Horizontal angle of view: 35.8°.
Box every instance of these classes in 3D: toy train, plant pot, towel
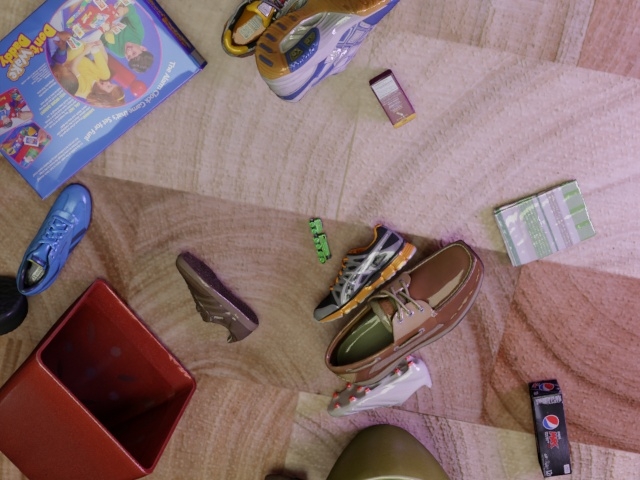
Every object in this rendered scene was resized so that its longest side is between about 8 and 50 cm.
[{"bbox_3d":[0.000,0.000,1.708,0.023,0.017,0.083,-17,107,-4],"label":"toy train"},{"bbox_3d":[0.117,0.446,1.707,0.275,0.293,0.275,1,109,2],"label":"plant pot"},{"bbox_3d":[-0.415,0.277,1.696,0.236,0.267,0.267,-34,105,24],"label":"plant pot"},{"bbox_3d":[0.381,-0.030,1.690,0.152,0.023,0.113,-22,109,6],"label":"towel"}]

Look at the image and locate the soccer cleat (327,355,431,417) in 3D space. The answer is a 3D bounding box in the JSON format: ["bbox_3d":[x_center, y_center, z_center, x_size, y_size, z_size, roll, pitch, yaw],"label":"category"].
[{"bbox_3d":[0.106,0.277,1.773,0.196,0.068,0.076,-29,112,8],"label":"soccer cleat"}]

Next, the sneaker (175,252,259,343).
[{"bbox_3d":[-0.194,0.106,1.721,0.071,0.066,0.188,-42,102,14],"label":"sneaker"}]

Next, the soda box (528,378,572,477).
[{"bbox_3d":[0.414,0.339,1.788,0.053,0.060,0.169,-9,109,5],"label":"soda box"}]

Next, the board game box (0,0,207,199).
[{"bbox_3d":[-0.391,-0.263,1.597,0.347,0.078,0.233,-36,104,12],"label":"board game box"}]

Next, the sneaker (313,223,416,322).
[{"bbox_3d":[0.063,0.059,1.700,0.215,0.084,0.083,-43,89,10],"label":"sneaker"}]

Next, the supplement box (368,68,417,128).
[{"bbox_3d":[0.117,-0.230,1.609,0.043,0.055,0.083,-29,105,10],"label":"supplement box"}]

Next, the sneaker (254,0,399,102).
[{"bbox_3d":[0.025,-0.338,1.561,0.296,0.131,0.112,-37,65,-5],"label":"sneaker"}]

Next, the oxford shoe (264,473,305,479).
[{"bbox_3d":[-0.087,0.534,1.865,0.096,0.083,0.227,14,109,17],"label":"oxford shoe"}]

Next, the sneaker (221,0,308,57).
[{"bbox_3d":[-0.070,-0.370,1.547,0.088,0.093,0.225,38,104,-10],"label":"sneaker"}]

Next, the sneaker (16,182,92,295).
[{"bbox_3d":[-0.451,0.002,1.679,0.069,0.082,0.209,29,97,-5],"label":"sneaker"}]

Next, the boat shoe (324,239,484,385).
[{"bbox_3d":[0.137,0.129,1.671,0.324,0.120,0.122,-47,60,14],"label":"boat shoe"}]

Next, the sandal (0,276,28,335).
[{"bbox_3d":[-0.726,0.153,1.706,0.445,0.167,0.107,-2,126,2],"label":"sandal"}]
